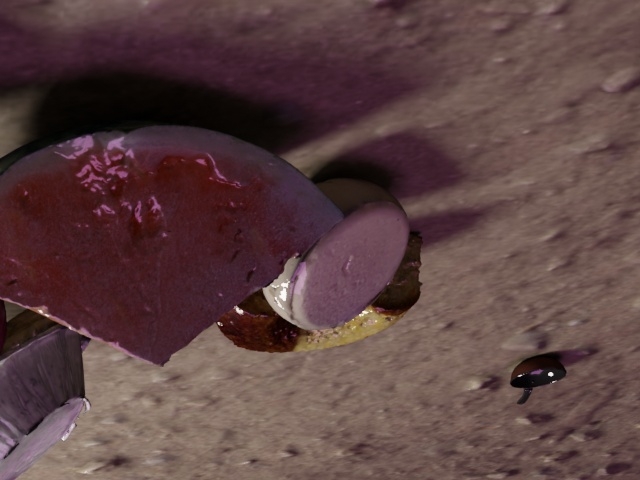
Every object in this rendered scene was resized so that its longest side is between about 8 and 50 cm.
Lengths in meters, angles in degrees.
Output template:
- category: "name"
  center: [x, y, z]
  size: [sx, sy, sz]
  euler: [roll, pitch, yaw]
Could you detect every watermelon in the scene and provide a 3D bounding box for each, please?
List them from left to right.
- category: "watermelon"
  center: [-0.159, -0.003, 1.088]
  size: [0.256, 0.176, 0.260]
  euler: [-33, 130, 27]

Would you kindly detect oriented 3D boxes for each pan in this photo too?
- category: "pan"
  center: [0.253, 0.166, 1.793]
  size: [0.068, 0.023, 0.115]
  euler: [-4, 153, -13]

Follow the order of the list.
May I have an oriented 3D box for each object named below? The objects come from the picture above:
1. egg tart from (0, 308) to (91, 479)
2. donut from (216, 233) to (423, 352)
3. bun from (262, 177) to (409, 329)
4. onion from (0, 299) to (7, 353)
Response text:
- category: "egg tart"
  center: [-0.292, 0.162, 1.384]
  size: [0.234, 0.094, 0.234]
  euler: [-43, 170, -9]
- category: "donut"
  center: [-0.016, 0.049, 1.351]
  size: [0.217, 0.085, 0.141]
  euler: [-1, 155, -22]
- category: "bun"
  center: [0.000, 0.000, 1.247]
  size: [0.138, 0.094, 0.138]
  euler: [-28, 141, -25]
- category: "onion"
  center: [-0.343, 0.074, 1.210]
  size: [0.177, 0.153, 0.177]
  euler: [2, 163, 1]
